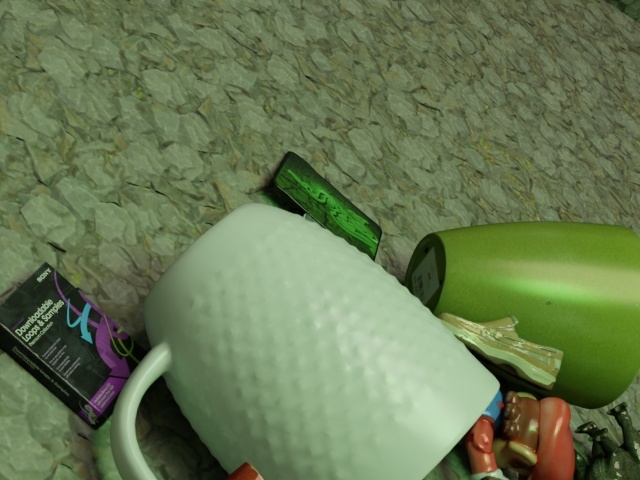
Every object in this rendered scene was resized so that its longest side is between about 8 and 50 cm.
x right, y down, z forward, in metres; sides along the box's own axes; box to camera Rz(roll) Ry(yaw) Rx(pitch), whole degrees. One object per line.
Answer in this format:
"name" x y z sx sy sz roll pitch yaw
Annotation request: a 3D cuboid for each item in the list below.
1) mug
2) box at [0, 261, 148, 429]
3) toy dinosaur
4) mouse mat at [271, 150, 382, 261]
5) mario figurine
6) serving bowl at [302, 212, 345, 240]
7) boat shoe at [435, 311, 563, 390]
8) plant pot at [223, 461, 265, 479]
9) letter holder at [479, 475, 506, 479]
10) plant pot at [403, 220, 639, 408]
"mug" -0.050 0.157 1.249 0.328 0.276 0.374 46 55 5
"box" -0.264 0.108 1.253 0.162 0.029 0.116 41 34 -6
"toy dinosaur" 0.439 0.338 1.737 0.160 0.121 0.313 62 30 2
"mouse mat" 0.013 -0.049 1.717 0.190 0.007 0.152 42 22 -8
"mario figurine" 0.184 0.245 1.557 0.320 0.170 0.198 31 71 -5
"serving bowl" 0.000 0.000 1.652 0.083 0.027 0.083 37 23 -19
"boat shoe" 0.237 0.130 1.577 0.190 0.072 0.068 27 -6 -17
"plant pot" -0.089 0.372 0.943 0.236 0.267 0.267 -33 79 -20
"letter holder" 0.245 0.451 1.346 0.214 0.152 0.302 22 41 -35
"plant pot" 0.278 0.085 1.702 0.293 0.275 0.274 11 45 -19
